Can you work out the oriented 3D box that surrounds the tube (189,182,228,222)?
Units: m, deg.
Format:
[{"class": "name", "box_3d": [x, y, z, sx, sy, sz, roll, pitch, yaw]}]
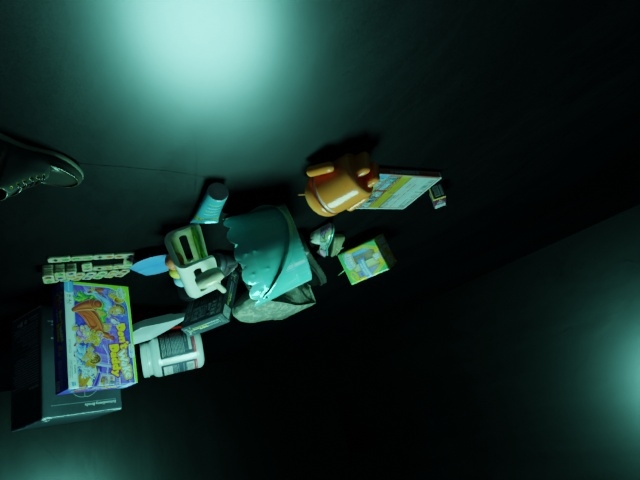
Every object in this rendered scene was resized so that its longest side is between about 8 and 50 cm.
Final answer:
[{"class": "tube", "box_3d": [-0.295, -0.088, 1.221, 0.080, 0.052, 0.207, 3, 159, -23]}]

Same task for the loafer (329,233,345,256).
[{"class": "loafer", "box_3d": [0.062, 0.020, 1.705, 0.050, 0.056, 0.148, -5, 158, -7]}]

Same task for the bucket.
[{"class": "bucket", "box_3d": [-0.151, 0.033, 1.314, 0.183, 0.281, 0.281, -21, 160, -9]}]

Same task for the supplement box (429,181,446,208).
[{"class": "supplement box", "box_3d": [0.386, -0.147, 1.501, 0.043, 0.055, 0.083, -18, 160, 9]}]

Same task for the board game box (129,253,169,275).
[{"class": "board game box", "box_3d": [-0.530, 0.066, 1.467, 0.133, 0.033, 0.169, -20, 164, 0]}]

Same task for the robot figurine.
[{"class": "robot figurine", "box_3d": [0.048, -0.144, 1.188, 0.219, 0.128, 0.158, -29, 170, 30]}]

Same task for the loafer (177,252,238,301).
[{"class": "loafer", "box_3d": [-0.404, 0.139, 1.639, 0.095, 0.109, 0.302, 3, 150, -48]}]

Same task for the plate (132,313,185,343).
[{"class": "plate", "box_3d": [-0.742, 0.379, 1.923, 0.277, 0.045, 0.278, -30, 169, 25]}]

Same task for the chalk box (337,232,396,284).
[{"class": "chalk box", "box_3d": [0.161, 0.078, 1.769, 0.213, 0.132, 0.132, -25, -178, 24]}]

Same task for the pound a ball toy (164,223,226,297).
[{"class": "pound a ball toy", "box_3d": [-0.379, 0.098, 1.369, 0.135, 0.208, 0.319, -23, 162, -17]}]

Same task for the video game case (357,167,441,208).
[{"class": "video game case", "box_3d": [0.203, -0.155, 1.402, 0.285, 0.025, 0.204, -2, 156, -30]}]

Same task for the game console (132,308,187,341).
[{"class": "game console", "box_3d": [-0.700, 0.393, 2.164, 0.386, 0.060, 0.342, 1, 149, -37]}]

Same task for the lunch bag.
[{"class": "lunch bag", "box_3d": [-0.210, 0.247, 1.947, 0.235, 0.169, 0.287, -31, 158, 37]}]

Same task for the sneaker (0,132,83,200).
[{"class": "sneaker", "box_3d": [-0.560, -0.115, 0.864, 0.083, 0.118, 0.222, -24, 157, 24]}]

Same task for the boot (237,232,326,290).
[{"class": "boot", "box_3d": [-0.136, 0.114, 1.668, 0.260, 0.131, 0.348, -28, 148, 0]}]

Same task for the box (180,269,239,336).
[{"class": "box", "box_3d": [-0.403, 0.222, 1.676, 0.183, 0.233, 0.059, -23, 127, 19]}]

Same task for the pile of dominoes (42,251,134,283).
[{"class": "pile of dominoes", "box_3d": [-0.715, 0.099, 1.414, 0.251, 0.040, 0.196, -3, 156, -27]}]

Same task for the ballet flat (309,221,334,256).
[{"class": "ballet flat", "box_3d": [0.000, 0.000, 1.609, 0.079, 0.077, 0.221, 7, 157, -2]}]

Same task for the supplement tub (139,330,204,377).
[{"class": "supplement tub", "box_3d": [-0.700, 0.532, 2.153, 0.272, 0.191, 0.191, -8, 158, -21]}]

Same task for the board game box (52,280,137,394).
[{"class": "board game box", "box_3d": [-0.750, 0.318, 1.515, 0.078, 0.347, 0.233, -27, 156, 28]}]

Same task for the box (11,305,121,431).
[{"class": "box", "box_3d": [-0.945, 0.468, 1.698, 0.212, 0.396, 0.293, -26, 156, 26]}]
